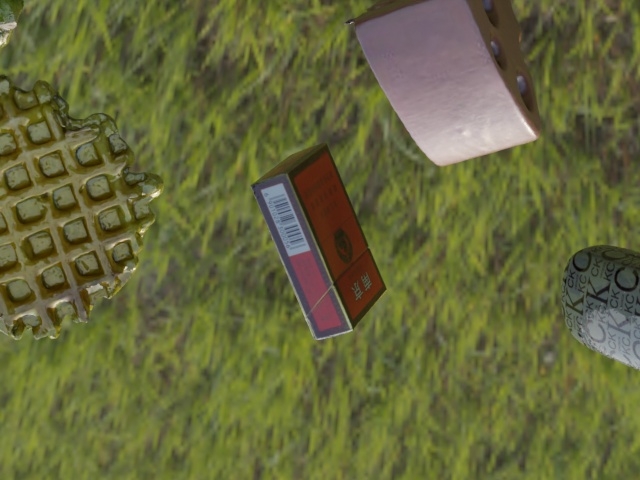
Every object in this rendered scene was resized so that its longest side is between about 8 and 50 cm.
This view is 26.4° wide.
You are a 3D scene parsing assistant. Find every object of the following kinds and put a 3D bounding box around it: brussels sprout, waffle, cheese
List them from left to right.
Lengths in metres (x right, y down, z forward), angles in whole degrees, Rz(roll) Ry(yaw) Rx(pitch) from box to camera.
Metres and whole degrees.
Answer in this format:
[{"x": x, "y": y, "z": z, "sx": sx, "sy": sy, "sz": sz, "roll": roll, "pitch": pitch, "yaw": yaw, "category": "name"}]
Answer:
[{"x": -0.406, "y": -0.281, "z": 1.740, "sx": 0.046, "sy": 0.051, "sz": 0.083, "roll": 5, "pitch": 118, "yaw": -22, "category": "brussels sprout"}, {"x": -0.367, "y": -0.041, "z": 1.717, "sx": 0.312, "sy": 0.307, "sz": 0.060, "roll": 38, "pitch": 179, "yaw": -9, "category": "waffle"}, {"x": 0.131, "y": -0.165, "z": 1.325, "sx": 0.128, "sy": 0.203, "sz": 0.177, "roll": -15, "pitch": 104, "yaw": 22, "category": "cheese"}]

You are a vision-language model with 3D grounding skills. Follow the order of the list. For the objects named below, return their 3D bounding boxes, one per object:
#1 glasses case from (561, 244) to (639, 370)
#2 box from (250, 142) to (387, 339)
[{"x": 0.430, "y": 0.099, "z": 1.633, "sx": 0.085, "sy": 0.137, "sz": 0.355, "roll": -14, "pitch": -159, "yaw": -35, "category": "glasses case"}, {"x": 0.001, "y": 0.000, "z": 1.907, "sx": 0.074, "sy": 0.153, "sz": 0.239, "roll": -17, "pitch": 103, "yaw": 23, "category": "box"}]
